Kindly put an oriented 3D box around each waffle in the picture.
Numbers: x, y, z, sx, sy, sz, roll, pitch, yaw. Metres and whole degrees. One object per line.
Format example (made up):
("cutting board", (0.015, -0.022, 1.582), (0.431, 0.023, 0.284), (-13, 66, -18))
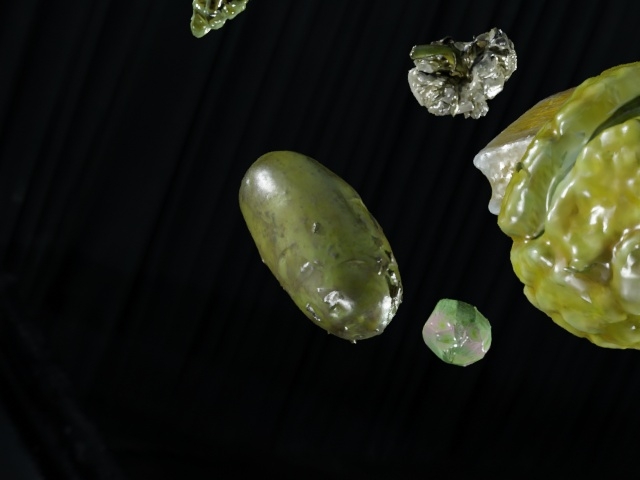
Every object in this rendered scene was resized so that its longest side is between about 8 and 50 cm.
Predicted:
("waffle", (-0.102, -0.380, 2.282), (0.054, 0.214, 0.208), (25, -124, -30))

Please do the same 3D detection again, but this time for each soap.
("soap", (0.299, -0.116, 2.050), (0.173, 0.089, 0.274), (-14, -168, 26))

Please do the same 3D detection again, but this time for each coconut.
("coconut", (0.168, 0.115, 2.153), (0.083, 0.082, 0.081), (50, -133, -26))

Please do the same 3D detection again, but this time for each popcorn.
("popcorn", (0.306, -0.023, 1.678), (0.282, 0.282, 0.247), (30, -175, 21))

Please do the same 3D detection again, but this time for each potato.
("potato", (0.000, 0.000, 1.954), (0.113, 0.149, 0.251), (-16, -121, -33))

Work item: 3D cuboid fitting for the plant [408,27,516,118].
("plant", (0.139, -0.190, 1.861), (0.104, 0.116, 0.122), (42, -178, 41))
